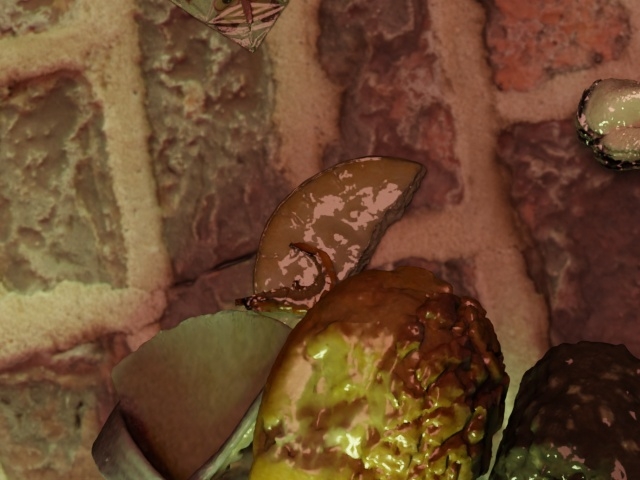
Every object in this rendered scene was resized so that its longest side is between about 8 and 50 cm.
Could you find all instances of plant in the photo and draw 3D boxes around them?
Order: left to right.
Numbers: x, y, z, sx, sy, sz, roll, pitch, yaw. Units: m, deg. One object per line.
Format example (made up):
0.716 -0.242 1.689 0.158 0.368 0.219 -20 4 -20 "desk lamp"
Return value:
0.291 0.281 1.772 0.213 0.215 0.312 17 54 -3 "plant"

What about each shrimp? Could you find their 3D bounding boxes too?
-0.044 0.050 1.964 0.127 0.025 0.091 -11 80 5 "shrimp"

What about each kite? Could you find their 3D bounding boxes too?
-0.111 -0.358 2.103 0.229 0.012 0.250 -10 76 5 "kite"

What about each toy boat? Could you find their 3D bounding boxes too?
-0.150 0.210 1.921 0.276 0.111 0.293 20 83 42 "toy boat"

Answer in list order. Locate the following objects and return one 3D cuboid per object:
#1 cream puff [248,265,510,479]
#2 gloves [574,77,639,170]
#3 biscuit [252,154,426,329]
0.076 0.200 1.798 0.231 0.327 0.343 23 48 19 "cream puff"
0.381 -0.135 1.957 0.153 0.070 0.114 7 86 10 "gloves"
0.000 0.000 1.999 0.141 0.038 0.290 31 84 13 "biscuit"
